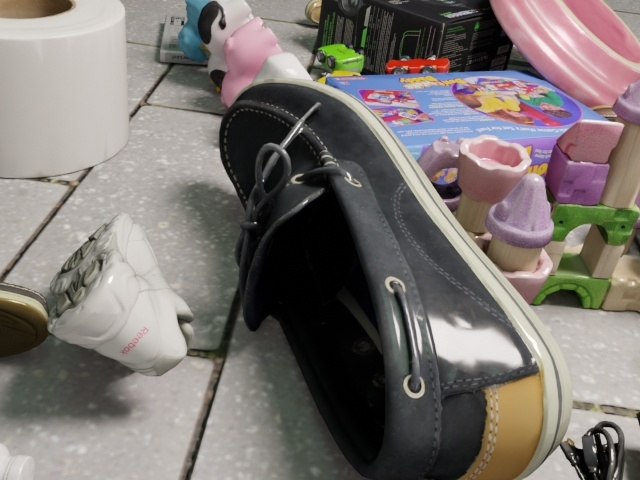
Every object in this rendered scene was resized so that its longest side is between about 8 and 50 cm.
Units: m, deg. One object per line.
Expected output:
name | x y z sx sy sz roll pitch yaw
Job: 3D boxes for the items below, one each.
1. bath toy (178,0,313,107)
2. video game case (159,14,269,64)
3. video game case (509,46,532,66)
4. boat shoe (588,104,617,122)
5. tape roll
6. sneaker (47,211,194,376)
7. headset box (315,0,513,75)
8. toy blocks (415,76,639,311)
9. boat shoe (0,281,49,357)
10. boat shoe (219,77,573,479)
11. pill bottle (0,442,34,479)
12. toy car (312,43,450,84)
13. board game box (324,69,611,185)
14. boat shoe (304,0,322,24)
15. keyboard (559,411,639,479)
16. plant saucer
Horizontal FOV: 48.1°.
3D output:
bath toy | -0.110 -0.243 1.026 0.129 0.151 0.348 -37 44 2
video game case | -0.182 -0.355 1.274 0.193 0.023 0.212 1 32 -10
video game case | 0.404 -0.364 1.420 0.122 0.011 0.087 10 33 3
boat shoe | 0.473 -0.147 1.042 0.207 0.073 0.073 8 31 1
tape roll | -0.360 -0.206 0.874 0.246 0.169 0.246 6 32 -4
sneaker | -0.161 0.053 0.608 0.115 0.090 0.232 45 3 -21
headset box | 0.165 -0.378 1.283 0.283 0.131 0.246 32 39 33
toy blocks | 0.257 -0.057 0.688 0.288 0.260 0.309 4 33 -5
boat shoe | -0.327 0.046 0.573 0.223 0.080 0.073 0 38 -4
boat shoe | 0.000 0.000 0.623 0.156 0.187 0.500 -5 39 -29
pill bottle | -0.232 0.151 0.464 0.083 0.043 0.043 7 33 -1
toy car | 0.059 -0.265 1.145 0.239 0.053 0.225 -15 32 -16
board game box | 0.204 -0.155 0.995 0.347 0.078 0.233 -7 35 -21
boat shoe | 0.065 -0.449 1.438 0.190 0.068 0.072 -7 47 -21
keyboard | 0.248 0.216 0.435 0.201 0.033 0.317 23 32 -3
plant saucer | 0.428 -0.341 1.190 0.332 0.084 0.332 24 41 -23
